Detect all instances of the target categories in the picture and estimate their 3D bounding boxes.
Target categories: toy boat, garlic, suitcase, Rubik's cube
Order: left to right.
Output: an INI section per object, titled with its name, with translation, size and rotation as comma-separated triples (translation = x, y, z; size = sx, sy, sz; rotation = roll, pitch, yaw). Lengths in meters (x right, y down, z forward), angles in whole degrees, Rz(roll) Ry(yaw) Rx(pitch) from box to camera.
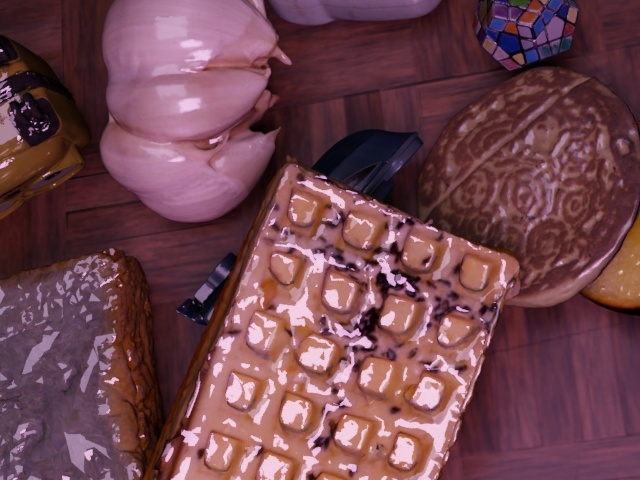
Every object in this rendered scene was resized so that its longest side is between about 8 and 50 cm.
[suitcase]
translation = -0.351, -0.104, 1.505
size = 0.194, 0.235, 0.143
rotation = -32, 86, 3
[garlic]
translation = -0.132, -0.173, 1.490
size = 0.203, 0.185, 0.281
rotation = 0, 72, 17
[toy boat]
translation = 0.001, 0.003, 1.438
size = 0.122, 0.114, 0.296
rotation = 43, 85, 2
[Rubik's cube]
translation = 0.208, -0.226, 1.472
size = 0.093, 0.111, 0.111
rotation = -47, 65, 26

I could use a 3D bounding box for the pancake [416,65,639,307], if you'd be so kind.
[pancake]
translation = 0.204, -0.049, 1.412
size = 0.250, 0.031, 0.250
rotation = -12, 67, 29

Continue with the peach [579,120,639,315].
[peach]
translation = 0.305, -0.021, 1.393
size = 0.279, 0.068, 0.189
rotation = 27, 84, 39

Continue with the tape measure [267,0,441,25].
[tape measure]
translation = 0.034, -0.360, 1.544
size = 0.246, 0.125, 0.243
rotation = 0, 72, 15

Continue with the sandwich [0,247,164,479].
[sandwich]
translation = -0.286, 0.192, 1.438
size = 0.262, 0.131, 0.325
rotation = -13, 70, 8

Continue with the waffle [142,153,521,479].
[waffle]
translation = 0.009, 0.143, 1.322
size = 0.261, 0.114, 0.376
rotation = 23, 87, -4
